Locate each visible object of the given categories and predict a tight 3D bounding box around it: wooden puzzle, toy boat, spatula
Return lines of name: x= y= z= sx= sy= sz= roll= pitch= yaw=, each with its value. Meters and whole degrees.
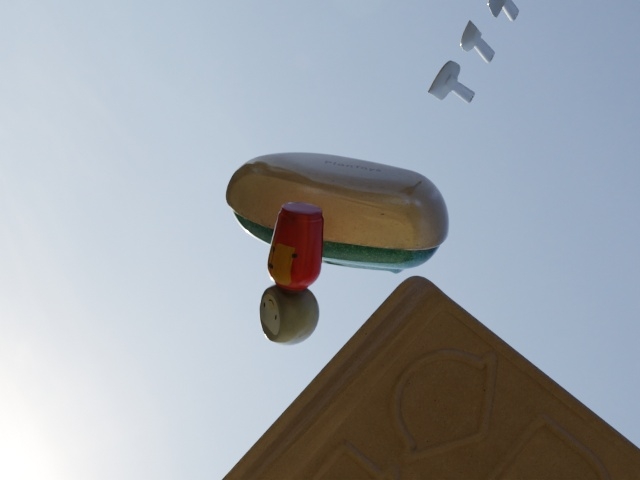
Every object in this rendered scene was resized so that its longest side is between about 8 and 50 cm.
wooden puzzle: x=0.119 y=0.256 z=1.090 sx=0.348 sy=0.322 sz=0.080 roll=40 pitch=-14 yaw=12
toy boat: x=0.000 y=0.000 z=1.290 sx=0.267 sy=0.318 sz=0.148 roll=11 pitch=-71 yaw=11
spatula: x=0.197 y=-0.237 z=1.382 sx=0.019 sy=0.242 sz=0.168 roll=30 pitch=-81 yaw=14
